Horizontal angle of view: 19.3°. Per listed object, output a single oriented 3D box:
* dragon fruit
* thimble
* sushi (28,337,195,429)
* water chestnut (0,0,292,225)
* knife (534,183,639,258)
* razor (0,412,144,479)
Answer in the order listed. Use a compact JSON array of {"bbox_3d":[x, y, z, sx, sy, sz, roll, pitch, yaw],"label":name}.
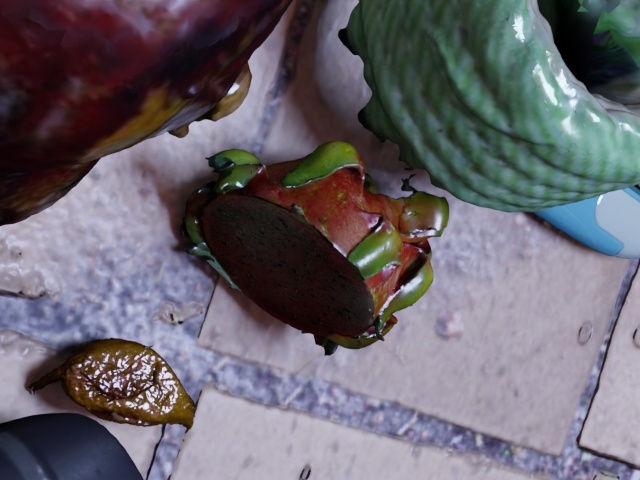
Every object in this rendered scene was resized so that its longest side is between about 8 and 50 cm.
[{"bbox_3d":[0.000,0.000,1.095,0.175,0.138,0.142,-29,141,-49],"label":"dragon fruit"},{"bbox_3d":[0.130,-0.123,1.096,0.219,0.150,0.219,12,70,-37],"label":"thimble"},{"bbox_3d":[-0.111,0.082,1.070,0.099,0.047,0.050,24,74,-19],"label":"sushi"},{"bbox_3d":[-0.180,-0.169,0.792,0.347,0.335,0.335,43,76,-36],"label":"water chestnut"},{"bbox_3d":[0.150,-0.048,1.228,0.222,0.031,0.064,30,87,-31],"label":"knife"},{"bbox_3d":[-0.245,0.222,0.966,0.349,0.113,0.204,-18,112,-30],"label":"razor"}]
